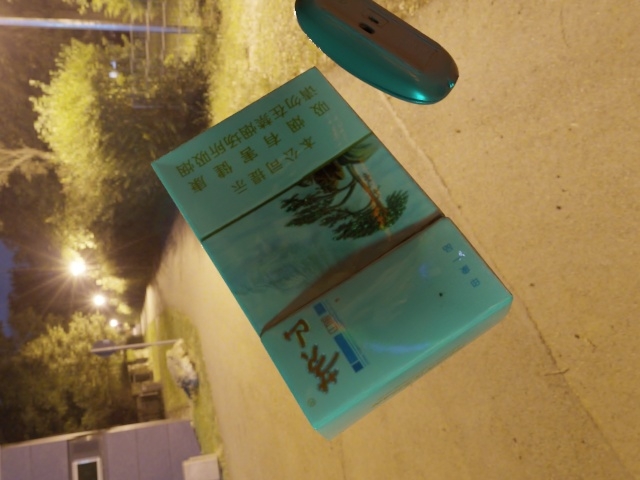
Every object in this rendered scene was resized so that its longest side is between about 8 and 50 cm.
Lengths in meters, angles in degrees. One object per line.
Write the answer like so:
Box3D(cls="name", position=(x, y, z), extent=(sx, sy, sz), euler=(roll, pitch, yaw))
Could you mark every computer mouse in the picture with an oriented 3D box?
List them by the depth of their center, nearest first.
Box3D(cls="computer mouse", position=(0.072, -0.256, 0.790), extent=(0.120, 0.232, 0.057), euler=(-57, -1, -37))

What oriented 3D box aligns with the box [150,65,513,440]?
Box3D(cls="box", position=(0.000, 0.001, 0.433), extent=(0.233, 0.149, 0.067), euler=(54, 175, 24))
